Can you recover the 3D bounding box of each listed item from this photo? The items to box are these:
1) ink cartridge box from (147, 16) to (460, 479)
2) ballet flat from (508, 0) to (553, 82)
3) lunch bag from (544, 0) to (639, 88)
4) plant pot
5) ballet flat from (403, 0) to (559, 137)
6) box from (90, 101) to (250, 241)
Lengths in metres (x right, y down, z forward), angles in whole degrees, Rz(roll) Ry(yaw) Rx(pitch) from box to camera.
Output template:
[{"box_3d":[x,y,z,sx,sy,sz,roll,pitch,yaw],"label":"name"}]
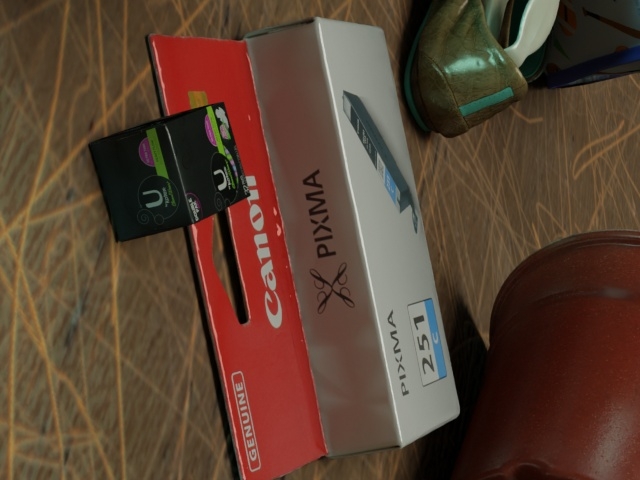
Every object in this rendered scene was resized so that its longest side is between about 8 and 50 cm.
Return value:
[{"box_3d":[0.000,0.000,1.218,0.261,0.066,0.296,-11,89,-68],"label":"ink cartridge box"},{"box_3d":[0.187,-0.245,1.766,0.070,0.070,0.188,-10,92,-67],"label":"ballet flat"},{"box_3d":[0.309,-0.328,1.776,0.385,0.239,0.327,168,-90,-71],"label":"lunch bag"},{"box_3d":[0.224,0.175,1.431,0.265,0.272,0.272,-55,130,-49],"label":"plant pot"},{"box_3d":[0.154,-0.231,1.600,0.342,0.124,0.116,-78,148,-43],"label":"ballet flat"},{"box_3d":[-0.086,-0.041,1.057,0.083,0.052,0.062,-31,106,-65],"label":"box"}]
